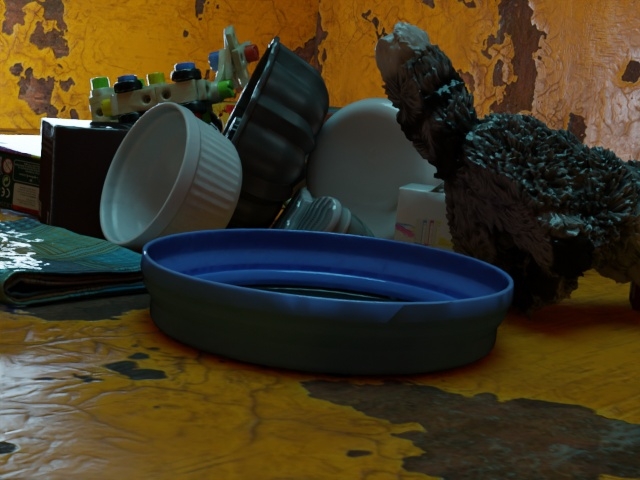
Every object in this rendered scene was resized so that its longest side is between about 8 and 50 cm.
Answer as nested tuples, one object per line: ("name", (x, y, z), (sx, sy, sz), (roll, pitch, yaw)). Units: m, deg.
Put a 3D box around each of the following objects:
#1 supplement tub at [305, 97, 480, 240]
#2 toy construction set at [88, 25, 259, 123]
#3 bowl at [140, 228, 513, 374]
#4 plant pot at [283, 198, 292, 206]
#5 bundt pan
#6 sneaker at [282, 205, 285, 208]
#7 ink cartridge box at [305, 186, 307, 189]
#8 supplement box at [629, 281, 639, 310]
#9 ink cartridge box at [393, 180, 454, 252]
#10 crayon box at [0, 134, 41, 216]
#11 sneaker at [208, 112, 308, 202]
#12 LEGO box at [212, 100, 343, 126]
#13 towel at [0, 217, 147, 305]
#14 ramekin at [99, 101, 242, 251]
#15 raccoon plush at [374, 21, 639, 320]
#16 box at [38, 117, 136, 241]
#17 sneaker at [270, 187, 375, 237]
("supplement tub", (0.153, -0.109, 1.662), (0.241, 0.241, 0.331), (10, 10, 30))
("toy construction set", (-0.253, -0.243, 1.723), (0.327, 0.151, 0.215), (-24, -3, 12))
("bowl", (0.005, 0.056, 1.076), (0.391, 0.077, 0.391), (5, 9, -1))
("plant pot", (0.029, -0.097, 1.891), (0.236, 0.032, 0.236), (2, 41, -2))
("bundt pan", (-0.089, -0.142, 1.583), (0.124, 0.331, 0.331), (26, 6, -10))
("sneaker", (-0.017, -0.110, 2.046), (0.234, 0.094, 0.153), (11, 10, 33))
("ink cartridge box", (0.033, -0.099, 1.819), (0.109, 0.063, 0.150), (12, 42, 10))
("supplement box", (0.436, 0.061, 1.352), (0.043, 0.055, 0.083), (6, 8, 12))
("ink cartridge box", (0.155, -0.020, 1.419), (0.089, 0.143, 0.092), (8, 9, 14))
("crayon box", (-0.473, -0.119, 1.810), (0.362, 0.106, 0.313), (12, 10, 35))
("sneaker", (-0.146, -0.152, 1.808), (0.321, 0.180, 0.125), (-10, 40, 46))
("LEGO box", (-0.006, -0.215, 2.383), (0.372, 0.193, 0.500), (11, 11, 35))
("towel", (-0.373, 0.015, 1.243), (0.370, 0.040, 0.271), (13, 11, 40))
("ramekin", (-0.198, -0.072, 1.378), (0.109, 0.207, 0.207), (25, -4, -36))
("raccoon plush", (0.303, -0.118, 1.252), (0.299, 0.447, 0.216), (-25, 2, -24))
("box", (-0.311, -0.092, 1.529), (0.203, 0.167, 0.168), (1, 10, -22))
("sneaker", (0.000, 0.000, 1.465), (0.115, 0.105, 0.281), (36, -3, -17))
